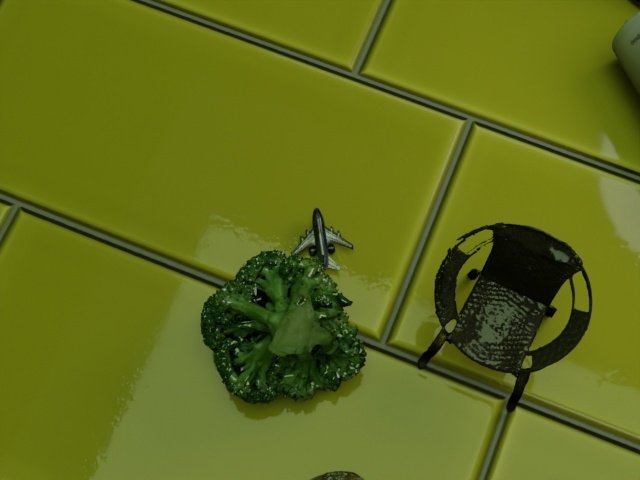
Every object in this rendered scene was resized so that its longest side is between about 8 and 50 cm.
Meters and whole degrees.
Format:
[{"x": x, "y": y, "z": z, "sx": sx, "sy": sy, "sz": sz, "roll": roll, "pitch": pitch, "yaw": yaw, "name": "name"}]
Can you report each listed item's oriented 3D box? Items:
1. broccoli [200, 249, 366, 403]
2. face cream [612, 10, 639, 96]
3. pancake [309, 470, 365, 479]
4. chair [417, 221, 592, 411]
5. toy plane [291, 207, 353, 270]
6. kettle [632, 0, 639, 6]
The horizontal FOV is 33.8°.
[{"x": -0.044, "y": 0.105, "z": 1.228, "sx": 0.195, "sy": 0.156, "sz": 0.195, "roll": -3, "pitch": 97, "yaw": -22, "name": "broccoli"}, {"x": 0.513, "y": -0.129, "z": 1.307, "sx": 0.145, "sy": 0.145, "sz": 0.370, "roll": -22, "pitch": 71, "yaw": -8, "name": "face cream"}, {"x": 0.018, "y": 0.320, "z": 1.218, "sx": 0.108, "sy": 0.017, "sz": 0.108, "roll": 0, "pitch": 74, "yaw": 2, "name": "pancake"}, {"x": 0.211, "y": 0.080, "z": 1.204, "sx": 0.174, "sy": 0.213, "sz": 0.149, "roll": 26, "pitch": 67, "yaw": 10, "name": "chair"}, {"x": 0.000, "y": 0.000, "z": 1.322, "sx": 0.078, "sy": 0.031, "sz": 0.083, "roll": -8, "pitch": 71, "yaw": -3, "name": "toy plane"}, {"x": 0.542, "y": -0.440, "z": 1.314, "sx": 0.247, "sy": 0.342, "sz": 0.319, "roll": -42, "pitch": 77, "yaw": -14, "name": "kettle"}]
